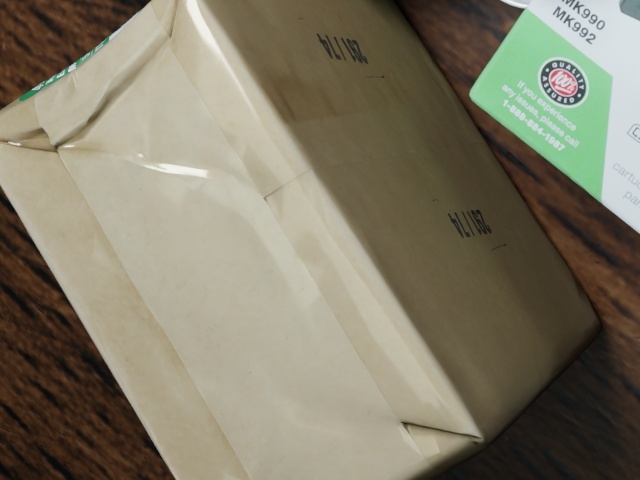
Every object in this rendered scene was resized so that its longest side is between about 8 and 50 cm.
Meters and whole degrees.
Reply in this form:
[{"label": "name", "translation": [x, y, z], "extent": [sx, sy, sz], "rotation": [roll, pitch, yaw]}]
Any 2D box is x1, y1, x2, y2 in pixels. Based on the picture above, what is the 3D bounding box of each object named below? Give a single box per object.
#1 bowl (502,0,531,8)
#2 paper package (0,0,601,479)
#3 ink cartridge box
[{"label": "bowl", "translation": [0.127, -0.236, 0.971], "extent": [0.142, 0.053, 0.142], "rotation": [39, 116, 14]}, {"label": "paper package", "translation": [0.000, 0.000, 0.927], "extent": [0.168, 0.325, 0.309], "rotation": [-34, 86, 23]}, {"label": "ink cartridge box", "translation": [0.258, -0.144, 0.882], "extent": [0.211, 0.121, 0.289], "rotation": [40, 117, 15]}]
